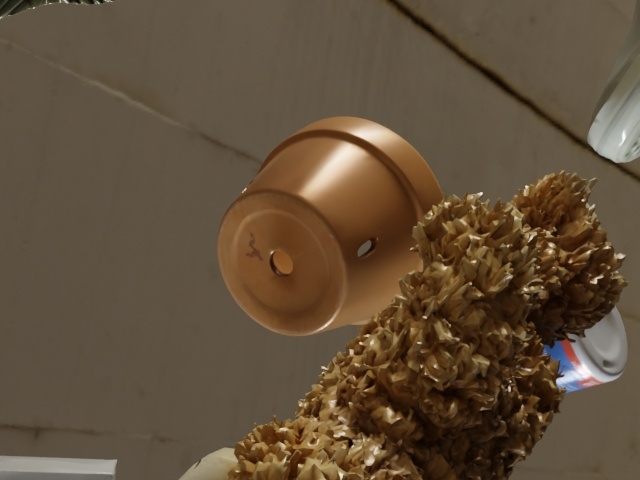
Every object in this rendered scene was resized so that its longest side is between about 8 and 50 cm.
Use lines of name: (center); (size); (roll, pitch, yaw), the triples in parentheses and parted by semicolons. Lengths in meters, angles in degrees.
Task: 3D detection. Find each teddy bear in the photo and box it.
teddy bear: (0.037, 0.084, 0.504); (0.338, 0.113, 0.245); (-47, -10, -31)

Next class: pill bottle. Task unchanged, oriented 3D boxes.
pill bottle: (0.248, 0.136, 1.296); (0.124, 0.221, 0.124); (24, -126, -38)

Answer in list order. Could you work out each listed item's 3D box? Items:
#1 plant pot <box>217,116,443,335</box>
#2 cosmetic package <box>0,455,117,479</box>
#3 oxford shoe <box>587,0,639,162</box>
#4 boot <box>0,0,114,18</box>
plant pot: (0.000, 0.000, 1.418); (0.203, 0.291, 0.291); (-33, -60, -53)
cosmetic package: (-0.264, 0.198, 0.731); (0.060, 0.239, 0.099); (-174, 88, -82)
oxford shoe: (0.291, -0.265, 0.747); (0.449, 0.130, 0.169); (-63, -16, 4)
boot: (-0.291, -0.305, 1.128); (0.236, 0.269, 0.089); (-13, -68, -9)
